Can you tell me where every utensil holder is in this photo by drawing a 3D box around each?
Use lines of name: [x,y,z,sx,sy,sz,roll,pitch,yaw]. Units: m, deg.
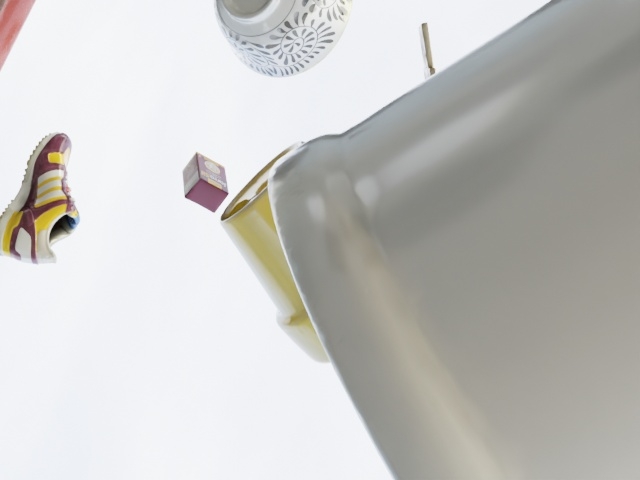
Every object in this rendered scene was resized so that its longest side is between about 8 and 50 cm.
utensil holder: [0.221,-0.004,0.524,0.385,0.327,0.328,-33,-130,11]

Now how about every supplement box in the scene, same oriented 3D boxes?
supplement box: [-0.173,-0.088,1.597,0.043,0.055,0.083,-50,-151,22]

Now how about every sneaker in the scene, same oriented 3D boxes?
sneaker: [-0.322,-0.049,1.288,0.083,0.069,0.185,14,-121,4]

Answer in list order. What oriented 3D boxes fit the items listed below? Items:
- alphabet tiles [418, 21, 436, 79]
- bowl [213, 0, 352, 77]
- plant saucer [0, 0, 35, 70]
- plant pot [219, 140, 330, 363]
alphabet tiles: [0.164,-0.122,1.449,0.011,0.285,0.343,-8,-81,6]
bowl: [-0.057,-0.267,1.151,0.170,0.080,0.170,-1,-92,28]
plant saucer: [-0.461,-0.288,1.435,0.258,0.047,0.259,-58,-143,17]
plant pot: [0.000,0.000,1.471,0.254,0.239,0.254,-42,-167,12]
